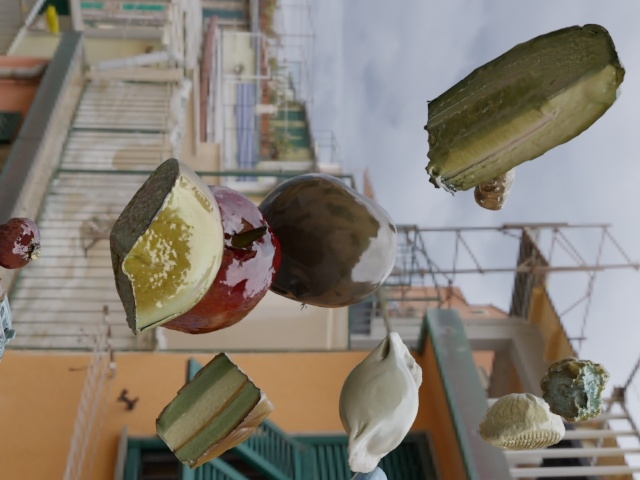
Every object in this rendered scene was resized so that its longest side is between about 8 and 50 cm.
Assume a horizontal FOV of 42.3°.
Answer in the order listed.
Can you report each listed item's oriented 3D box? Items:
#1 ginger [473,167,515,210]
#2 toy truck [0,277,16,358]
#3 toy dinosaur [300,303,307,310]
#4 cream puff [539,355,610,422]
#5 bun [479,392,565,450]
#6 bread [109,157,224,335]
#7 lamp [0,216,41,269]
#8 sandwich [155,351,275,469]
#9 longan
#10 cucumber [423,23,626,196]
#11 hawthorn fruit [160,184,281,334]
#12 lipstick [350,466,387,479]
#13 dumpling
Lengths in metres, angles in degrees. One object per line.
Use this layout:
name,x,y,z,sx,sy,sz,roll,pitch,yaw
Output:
ginger,0.397,-0.120,1.890,0.104,0.080,0.204,-58,167,-15
toy truck,-0.677,0.099,1.603,0.184,0.133,0.338,-88,179,-58
toy dinosaur,-0.041,0.086,1.968,0.082,0.039,0.208,127,-29,-43
cream puff,0.586,0.335,1.894,0.121,0.156,0.156,2,-88,64
bun,0.529,0.480,2.196,0.220,0.221,0.134,102,-12,-62
bread,-0.236,0.017,1.284,0.260,0.156,0.158,-57,-152,1
lamp,-0.560,0.004,1.522,0.101,0.090,0.101,23,90,-85
sandwich,-0.237,0.396,1.872,0.155,0.227,0.198,44,-12,18
longan,0.000,0.000,1.744,0.350,0.288,0.288,23,-61,42
cucumber,0.288,-0.188,1.150,0.325,0.105,0.145,-30,-130,45
hawthorn fruit,-0.194,0.019,1.478,0.369,0.285,0.284,-25,-119,53
lipstick,0.037,0.506,1.485,0.274,0.068,0.061,-38,116,-52
dumpling,0.101,0.262,1.301,0.151,0.124,0.228,51,57,-43
